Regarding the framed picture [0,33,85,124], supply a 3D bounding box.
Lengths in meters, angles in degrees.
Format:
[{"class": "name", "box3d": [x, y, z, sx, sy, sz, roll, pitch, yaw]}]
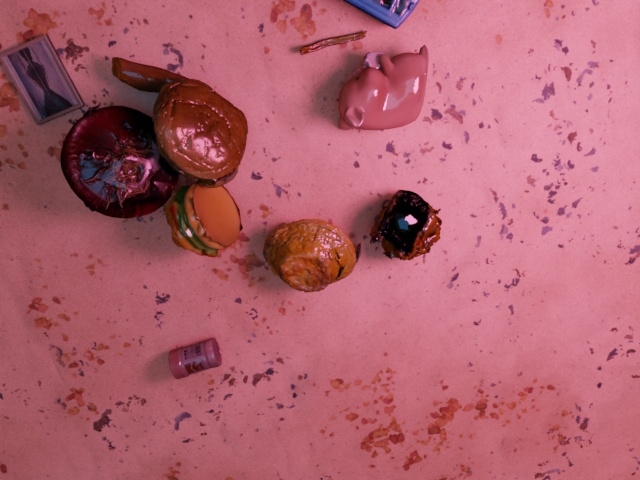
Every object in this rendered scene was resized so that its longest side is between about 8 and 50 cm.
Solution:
[{"class": "framed picture", "box3d": [-0.775, -0.445, 1.328, 0.150, 0.015, 0.203, -21, 108, 1]}]

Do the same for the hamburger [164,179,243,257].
[{"class": "hamburger", "box3d": [-0.348, -0.057, 1.388, 0.148, 0.237, 0.237, -20, 109, 22]}]

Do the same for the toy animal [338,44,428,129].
[{"class": "toy animal", "box3d": [0.175, -0.421, 1.342, 0.256, 0.195, 0.213, -6, 100, -1]}]

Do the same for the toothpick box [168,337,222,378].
[{"class": "toothpick box", "box3d": [-0.413, 0.389, 1.577, 0.148, 0.098, 0.099, -17, 108, -1]}]

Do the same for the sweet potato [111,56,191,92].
[{"class": "sweet potato", "box3d": [-0.456, -0.445, 1.330, 0.243, 0.077, 0.077, 11, 106, -21]}]

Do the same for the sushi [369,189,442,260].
[{"class": "sushi", "box3d": [0.274, -0.037, 1.477, 0.204, 0.213, 0.200, 32, 125, 0]}]

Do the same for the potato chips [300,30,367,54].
[{"class": "potato chips", "box3d": [0.036, -0.567, 1.364, 0.203, 0.037, 0.026, -16, 118, -6]}]

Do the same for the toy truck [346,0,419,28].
[{"class": "toy truck", "box3d": [0.091, -0.715, 1.266, 0.384, 0.161, 0.162, 23, 115, -12]}]

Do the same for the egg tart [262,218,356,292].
[{"class": "egg tart", "box3d": [-0.035, 0.064, 1.453, 0.293, 0.123, 0.294, 4, 132, 5]}]

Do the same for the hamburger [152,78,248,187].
[{"class": "hamburger", "box3d": [-0.320, -0.298, 1.299, 0.284, 0.266, 0.134, 26, 140, -32]}]

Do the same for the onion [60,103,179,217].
[{"class": "onion", "box3d": [-0.549, -0.217, 1.318, 0.313, 0.232, 0.314, -3, 96, -35]}]

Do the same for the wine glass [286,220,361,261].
[{"class": "wine glass", "box3d": [0.000, 0.000, 1.516, 0.262, 0.074, 0.074, 19, 104, -10]}]
